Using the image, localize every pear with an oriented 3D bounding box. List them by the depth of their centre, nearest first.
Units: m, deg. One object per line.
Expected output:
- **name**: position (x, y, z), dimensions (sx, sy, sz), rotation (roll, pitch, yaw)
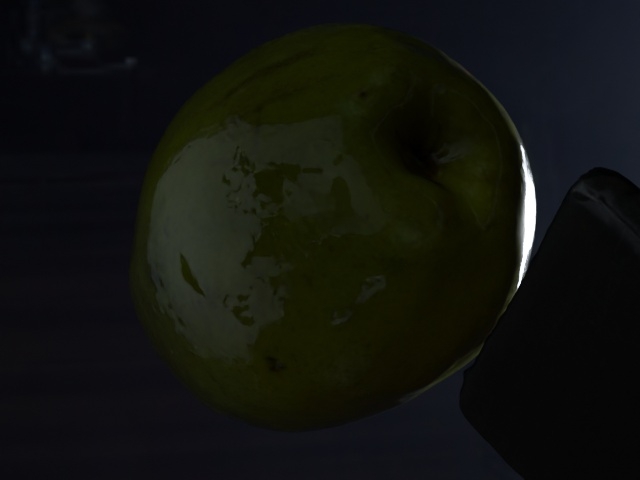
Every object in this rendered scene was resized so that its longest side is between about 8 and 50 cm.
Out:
- **pear**: position (0.000, 0.000, 1.005), dimensions (0.307, 0.252, 0.253), rotation (130, -40, -52)

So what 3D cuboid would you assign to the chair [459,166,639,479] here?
- **chair**: position (0.128, 0.097, 0.475), dimensions (0.240, 0.416, 0.203), rotation (49, -19, 14)
